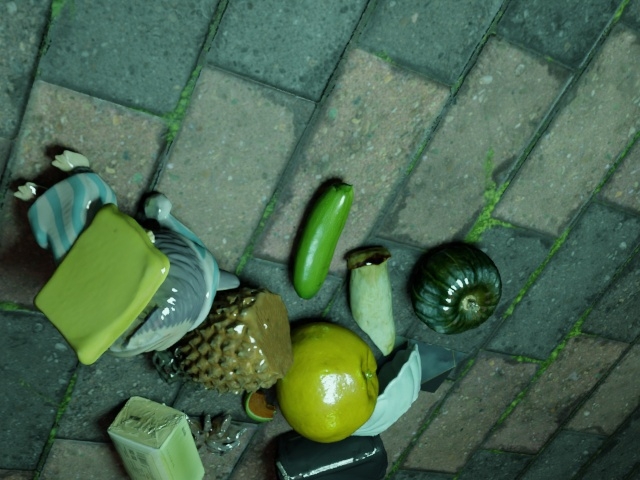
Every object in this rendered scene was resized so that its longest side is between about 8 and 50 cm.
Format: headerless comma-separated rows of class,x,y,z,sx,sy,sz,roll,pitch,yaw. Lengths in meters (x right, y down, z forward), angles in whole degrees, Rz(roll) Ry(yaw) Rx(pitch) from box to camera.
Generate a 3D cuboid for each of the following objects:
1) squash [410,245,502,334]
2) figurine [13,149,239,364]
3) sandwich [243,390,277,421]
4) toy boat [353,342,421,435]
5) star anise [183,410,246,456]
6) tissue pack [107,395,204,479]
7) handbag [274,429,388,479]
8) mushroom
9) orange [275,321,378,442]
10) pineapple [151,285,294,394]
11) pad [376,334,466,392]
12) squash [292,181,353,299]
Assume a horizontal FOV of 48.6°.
squash,0.314,0.116,1.642,0.218,0.172,0.218,-23,145,-18
figurine,-0.350,0.050,1.370,0.266,0.361,0.378,-34,162,11
sandwich,-0.159,0.416,1.796,0.067,0.029,0.135,-30,128,-3
toy boat,0.163,0.384,1.755,0.100,0.199,0.290,45,95,1
star anise,-0.292,0.501,1.792,0.182,0.065,0.195,17,126,-22
tissue pack,-0.387,0.500,1.686,0.159,0.125,0.234,11,132,23
handbag,0.016,0.557,1.867,0.302,0.178,0.275,-16,144,-5
mushroom,0.122,0.152,1.664,0.107,0.087,0.333,-15,131,-9
orange,0.015,0.322,1.630,0.235,0.279,0.279,-15,130,10
pineapple,-0.244,0.234,1.528,0.357,0.223,0.223,-16,133,25
pad,0.256,0.334,1.892,0.243,0.004,0.163,17,118,-28
squash,-0.002,0.000,1.510,0.082,0.082,0.292,6,121,-22
